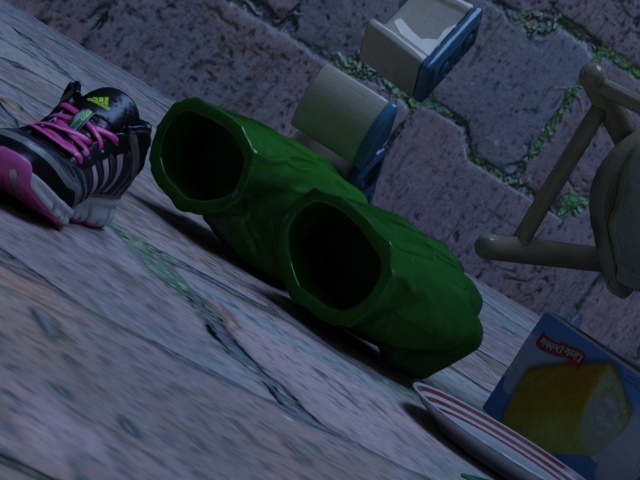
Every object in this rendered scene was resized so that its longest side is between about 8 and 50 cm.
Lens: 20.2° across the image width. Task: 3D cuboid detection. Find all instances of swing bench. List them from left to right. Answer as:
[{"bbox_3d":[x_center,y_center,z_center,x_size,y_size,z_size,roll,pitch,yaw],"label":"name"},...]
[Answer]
[{"bbox_3d":[0.290,0.034,1.233,0.255,0.165,0.253,29,4,-44],"label":"swing bench"}]

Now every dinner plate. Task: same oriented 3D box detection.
[{"bbox_3d":[0.112,0.127,1.067,0.141,0.017,0.141,32,3,-2],"label":"dinner plate"}]

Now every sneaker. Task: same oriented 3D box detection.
[{"bbox_3d":[-0.133,-0.052,0.959,0.063,0.074,0.170,33,4,10],"label":"sneaker"}]

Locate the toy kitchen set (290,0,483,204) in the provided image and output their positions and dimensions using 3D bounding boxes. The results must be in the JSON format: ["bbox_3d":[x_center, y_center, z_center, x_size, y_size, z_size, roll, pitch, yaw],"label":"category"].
[{"bbox_3d":[0.063,-0.070,1.421,0.122,0.166,0.207,33,-33,12],"label":"toy kitchen set"}]

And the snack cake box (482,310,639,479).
[{"bbox_3d":[0.250,0.160,1.208,0.152,0.089,0.264,31,4,-37],"label":"snack cake box"}]

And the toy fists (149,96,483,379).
[{"bbox_3d":[0.000,0.000,1.249,0.142,0.096,0.279,19,13,-48],"label":"toy fists"}]

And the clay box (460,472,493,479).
[{"bbox_3d":[0.144,0.160,0.615,0.222,0.053,0.127,33,4,30],"label":"clay box"}]
